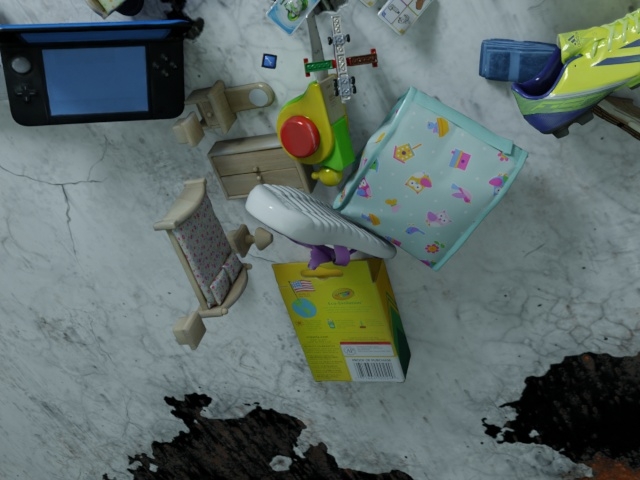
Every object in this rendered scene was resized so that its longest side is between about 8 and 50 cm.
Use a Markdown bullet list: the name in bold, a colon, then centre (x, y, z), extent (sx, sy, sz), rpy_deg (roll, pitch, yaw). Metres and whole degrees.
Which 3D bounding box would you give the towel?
- **towel**: centre (0.300, -0.268, 1.243), extent (0.119, 0.029, 0.067), rpy_deg (7, 131, 13)

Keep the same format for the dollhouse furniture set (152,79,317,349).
- **dollhouse furniture set**: centre (-0.148, -0.054, 1.356), extent (0.173, 0.356, 0.303), rpy_deg (-6, 125, 22)

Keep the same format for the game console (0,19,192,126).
- **game console**: centre (-0.355, -0.261, 1.305), extent (0.292, 0.173, 0.250), rpy_deg (-5, 130, -13)

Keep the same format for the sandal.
- **sandal**: centre (-0.011, -0.008, 1.366), extent (0.169, 0.416, 0.102), rpy_deg (37, 100, 28)

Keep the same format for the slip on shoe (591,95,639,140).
- **slip on shoe**: centre (0.454, -0.197, 1.243), extent (0.135, 0.051, 0.041), rpy_deg (32, 92, 2)

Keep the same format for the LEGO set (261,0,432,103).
- **LEGO set**: centre (0.023, -0.327, 1.235), extent (0.182, 0.060, 0.244), rpy_deg (38, 97, -13)

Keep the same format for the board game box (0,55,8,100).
- **board game box**: centre (-0.645, -0.311, 1.428), extent (0.305, 0.053, 0.193), rpy_deg (2, 155, 33)

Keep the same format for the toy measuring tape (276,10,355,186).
- **toy measuring tape**: centre (-0.030, -0.241, 1.334), extent (0.121, 0.121, 0.330), rpy_deg (-6, 112, 23)

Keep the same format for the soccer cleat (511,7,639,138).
- **soccer cleat**: centre (0.398, -0.263, 1.151), extent (0.121, 0.093, 0.289), rpy_deg (44, 118, -14)

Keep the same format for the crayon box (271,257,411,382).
- **crayon box**: centre (0.047, 0.144, 1.632), extent (0.202, 0.081, 0.319), rpy_deg (-3, 128, 21)

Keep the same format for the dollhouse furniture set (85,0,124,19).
- **dollhouse furniture set**: centre (-0.300, -0.454, 1.222), extent (0.181, 0.101, 0.161), rpy_deg (-32, 112, 19)

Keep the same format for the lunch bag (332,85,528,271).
- **lunch bag**: centre (0.177, -0.112, 1.330), extent (0.223, 0.160, 0.262), rpy_deg (30, 137, -5)

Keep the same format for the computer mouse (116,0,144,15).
- **computer mouse**: centre (-0.337, -0.473, 1.296), extent (0.071, 0.041, 0.242), rpy_deg (-10, 118, 10)
